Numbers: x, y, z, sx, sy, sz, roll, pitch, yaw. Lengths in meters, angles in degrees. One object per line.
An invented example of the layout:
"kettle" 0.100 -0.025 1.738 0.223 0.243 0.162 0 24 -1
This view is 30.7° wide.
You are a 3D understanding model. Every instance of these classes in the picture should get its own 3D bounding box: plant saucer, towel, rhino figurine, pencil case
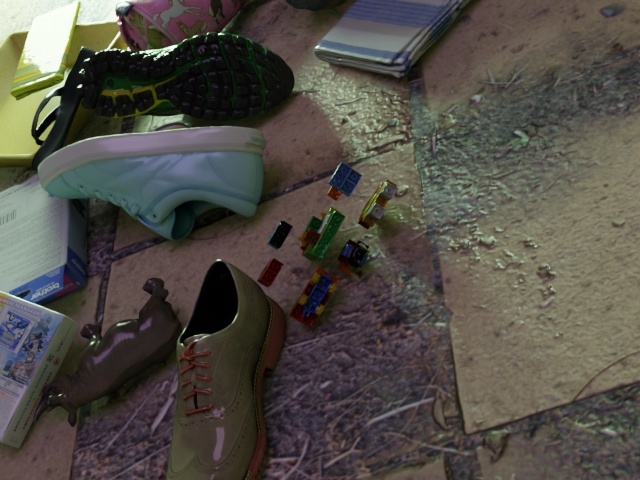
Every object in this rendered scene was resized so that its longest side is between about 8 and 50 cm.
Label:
"plant saucer" -0.510 -0.242 2.072 0.333 0.081 0.332 3 53 36
"towel" -0.485 -0.341 2.077 0.102 0.021 0.237 -16 42 14
"towel" 0.139 -0.359 1.771 0.209 0.034 0.285 20 62 47
"rhino figurine" -0.282 0.158 1.525 0.243 0.073 0.106 -38 37 -1
"pencil case" -0.189 -0.469 2.012 0.386 0.167 0.160 -52 18 -20

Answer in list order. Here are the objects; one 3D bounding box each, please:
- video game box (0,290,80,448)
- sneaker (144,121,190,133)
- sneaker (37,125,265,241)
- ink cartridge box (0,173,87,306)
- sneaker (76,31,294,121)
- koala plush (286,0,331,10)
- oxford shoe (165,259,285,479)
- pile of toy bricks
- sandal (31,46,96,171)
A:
"video game box" -0.453 0.165 1.604 0.205 0.048 0.187 16 76 32
"sneaker" -0.276 -0.113 1.791 0.185 0.069 0.084 -29 40 10
"sneaker" -0.251 -0.071 1.670 0.366 0.135 0.150 -6 80 26
"ink cartridge box" -0.448 0.018 1.786 0.186 0.065 0.311 -25 38 12
"sneaker" -0.200 -0.258 1.830 0.344 0.134 0.146 4 9 19
"koala plush" 0.028 -0.486 1.841 0.221 0.196 0.203 -23 49 31
"oxford shoe" -0.135 0.178 1.356 0.123 0.130 0.348 -15 44 23
"pile of toy bricks" 0.000 0.000 1.479 0.212 0.118 0.105 -59 5 -11
"sandal" -0.422 -0.207 1.867 0.097 0.054 0.254 121 165 -50
